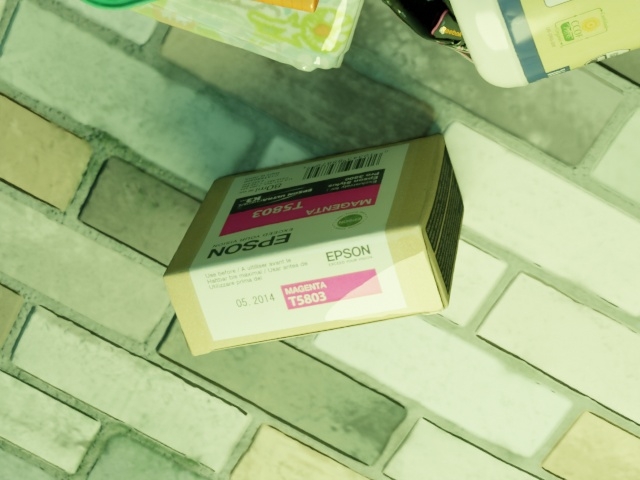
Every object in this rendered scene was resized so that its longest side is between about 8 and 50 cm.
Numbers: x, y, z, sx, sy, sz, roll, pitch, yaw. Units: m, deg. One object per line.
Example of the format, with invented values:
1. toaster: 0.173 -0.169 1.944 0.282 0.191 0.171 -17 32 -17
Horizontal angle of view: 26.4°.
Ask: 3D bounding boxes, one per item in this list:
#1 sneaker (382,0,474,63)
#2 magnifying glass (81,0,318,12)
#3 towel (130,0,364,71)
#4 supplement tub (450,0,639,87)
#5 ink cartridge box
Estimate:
1. sneaker: 0.117 -0.183 1.162 0.178 0.077 0.072 25 120 -3
2. magnifying glass: -0.113 -0.221 1.114 0.231 0.026 0.092 12 120 9
3. towel: -0.087 -0.343 1.107 0.321 0.090 0.374 19 121 5
4. supplement tub: 0.240 -0.262 1.003 0.316 0.228 0.228 -17 113 12
5. ink cartridge box: 0.000 0.000 1.214 0.235 0.193 0.088 -11 115 15
